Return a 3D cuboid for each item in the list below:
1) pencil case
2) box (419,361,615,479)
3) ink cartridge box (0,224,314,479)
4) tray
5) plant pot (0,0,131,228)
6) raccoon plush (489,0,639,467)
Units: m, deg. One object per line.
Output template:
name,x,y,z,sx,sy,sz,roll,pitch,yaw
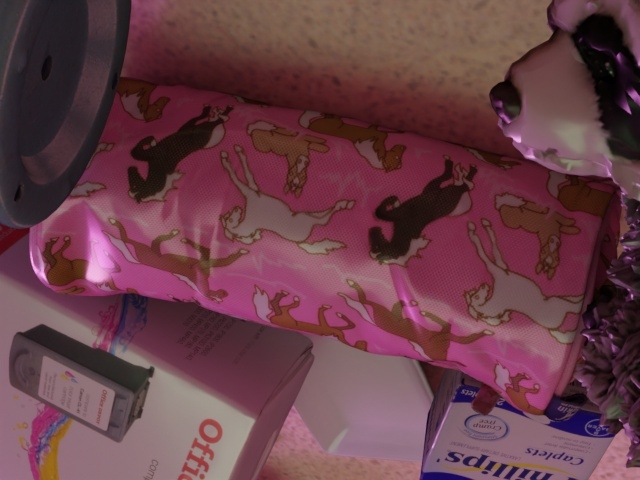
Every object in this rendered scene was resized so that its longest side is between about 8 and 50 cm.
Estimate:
pencil case,0.000,0.000,0.803,0.386,0.167,0.160,15,179,11
box,0.153,0.137,0.929,0.126,0.072,0.137,12,137,0
ink cartridge box,-0.191,0.120,0.977,0.306,0.131,0.226,28,119,9
tray,0.022,0.098,1.009,0.145,0.030,0.270,-1,136,28
plant pot,-0.255,-0.128,0.676,0.255,0.272,0.272,17,142,7
raccoon plush,0.301,-0.054,0.617,0.446,0.216,0.299,-9,111,-21
